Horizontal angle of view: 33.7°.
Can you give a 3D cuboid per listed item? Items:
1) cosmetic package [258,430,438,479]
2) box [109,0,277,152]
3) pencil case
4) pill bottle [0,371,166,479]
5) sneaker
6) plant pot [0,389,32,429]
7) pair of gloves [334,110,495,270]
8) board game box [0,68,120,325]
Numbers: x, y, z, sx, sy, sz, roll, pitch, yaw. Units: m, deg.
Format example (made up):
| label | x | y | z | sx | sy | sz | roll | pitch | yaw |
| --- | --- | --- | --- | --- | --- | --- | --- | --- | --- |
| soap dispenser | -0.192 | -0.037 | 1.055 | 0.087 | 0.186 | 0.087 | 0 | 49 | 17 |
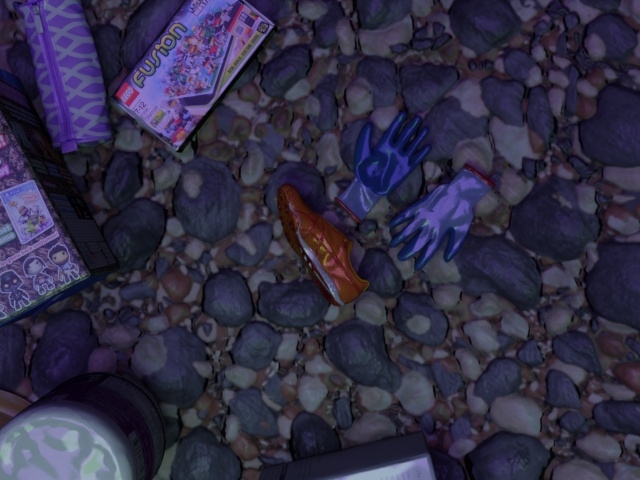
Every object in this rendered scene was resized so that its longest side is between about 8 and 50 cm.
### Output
| label | x | y | z | sx | sy | sz | roll | pitch | yaw |
| --- | --- | --- | --- | --- | --- | --- | --- | --- | --- |
| cosmetic package | 0.053 | 0.384 | 1.330 | 0.225 | 0.138 | 0.224 | -14 | 92 | 4 |
| box | -0.163 | -0.228 | 1.357 | 0.114 | 0.036 | 0.207 | 38 | 94 | 0 |
| pencil case | -0.323 | -0.214 | 1.338 | 0.086 | 0.088 | 0.206 | -15 | 93 | 5 |
| pill bottle | -0.276 | 0.248 | 1.252 | 0.169 | 0.301 | 0.169 | 0 | 93 | 1 |
| sneaker | 0.000 | 0.000 | 1.360 | 0.067 | 0.064 | 0.175 | -33 | 97 | -16 |
| plant pot | -0.440 | 0.298 | 1.336 | 0.236 | 0.032 | 0.236 | 11 | 55 | -16 |
| pair of gloves | 0.116 | -0.066 | 1.363 | 0.198 | 0.023 | 0.159 | 40 | 92 | -1 |
| board game box | -0.385 | -0.056 | 1.271 | 0.141 | 0.232 | 0.291 | -28 | 91 | -2 |
